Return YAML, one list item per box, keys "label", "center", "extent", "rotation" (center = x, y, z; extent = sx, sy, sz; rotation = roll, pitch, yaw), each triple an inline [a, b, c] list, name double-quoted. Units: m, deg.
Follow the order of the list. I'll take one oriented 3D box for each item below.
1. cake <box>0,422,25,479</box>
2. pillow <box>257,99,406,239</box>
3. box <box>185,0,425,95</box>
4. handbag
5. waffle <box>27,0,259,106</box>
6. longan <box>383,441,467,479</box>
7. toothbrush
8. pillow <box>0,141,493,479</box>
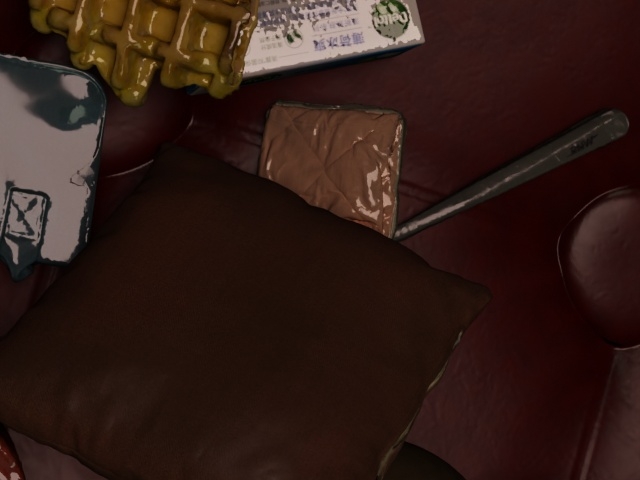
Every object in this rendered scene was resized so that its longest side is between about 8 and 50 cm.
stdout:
- label: "cake"
  center: [-0.330, 0.160, 1.183]
  extent: [0.177, 0.151, 0.283]
  rotation: [-43, 95, -9]
- label: "pillow"
  center: [0.000, 0.000, 1.318]
  extent: [0.126, 0.043, 0.233]
  rotation: [5, 88, 16]
- label: "box"
  center: [-0.026, -0.207, 1.317]
  extent: [0.194, 0.073, 0.139]
  rotation: [-12, 90, -16]
- label: "handbag"
  center: [-0.288, -0.064, 1.249]
  extent: [0.229, 0.062, 0.179]
  rotation: [8, 89, -16]
- label: "waffle"
  center: [-0.116, -0.262, 1.227]
  extent: [0.283, 0.065, 0.309]
  rotation: [-28, 86, 3]
- label: "longan"
  center: [0.041, 0.274, 1.245]
  extent: [0.248, 0.248, 0.248]
  rotation: [0, 88, -16]
- label: "toothbrush"
  center: [0.145, -0.046, 1.384]
  extent: [0.297, 0.030, 0.030]
  rotation: [-27, 91, -15]
- label: "pillow"
  center: [-0.064, 0.072, 1.194]
  extent: [0.305, 0.108, 0.308]
  rotation: [27, 51, 12]
